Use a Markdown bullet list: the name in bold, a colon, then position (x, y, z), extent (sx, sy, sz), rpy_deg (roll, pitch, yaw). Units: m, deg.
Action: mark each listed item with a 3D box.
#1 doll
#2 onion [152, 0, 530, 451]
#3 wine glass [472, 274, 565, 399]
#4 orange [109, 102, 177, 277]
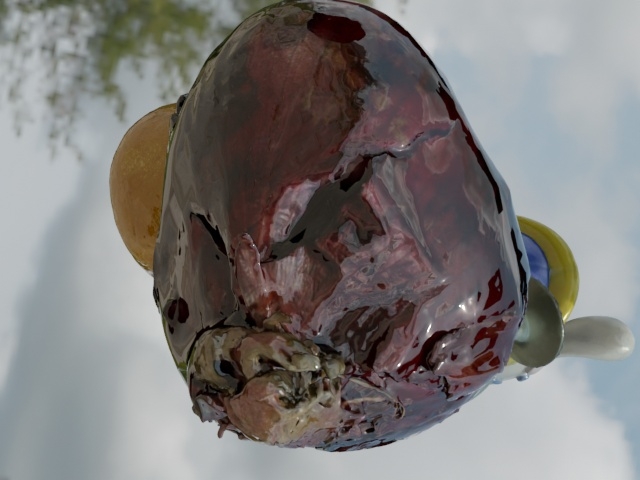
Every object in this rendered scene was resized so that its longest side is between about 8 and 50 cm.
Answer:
- **doll**: position (0.139, 0.071, 1.761), extent (0.311, 0.242, 0.159), rpy_deg (-17, -105, 18)
- **onion**: position (0.009, -0.009, 1.015), extent (0.221, 0.281, 0.281), rpy_deg (2, -102, 28)
- **wine glass**: position (0.109, 0.095, 1.449), extent (0.093, 0.202, 0.093), rpy_deg (24, -57, 43)
- **orange**: position (-0.087, -0.028, 1.296), extent (0.159, 0.159, 0.136), rpy_deg (-23, -134, 65)
